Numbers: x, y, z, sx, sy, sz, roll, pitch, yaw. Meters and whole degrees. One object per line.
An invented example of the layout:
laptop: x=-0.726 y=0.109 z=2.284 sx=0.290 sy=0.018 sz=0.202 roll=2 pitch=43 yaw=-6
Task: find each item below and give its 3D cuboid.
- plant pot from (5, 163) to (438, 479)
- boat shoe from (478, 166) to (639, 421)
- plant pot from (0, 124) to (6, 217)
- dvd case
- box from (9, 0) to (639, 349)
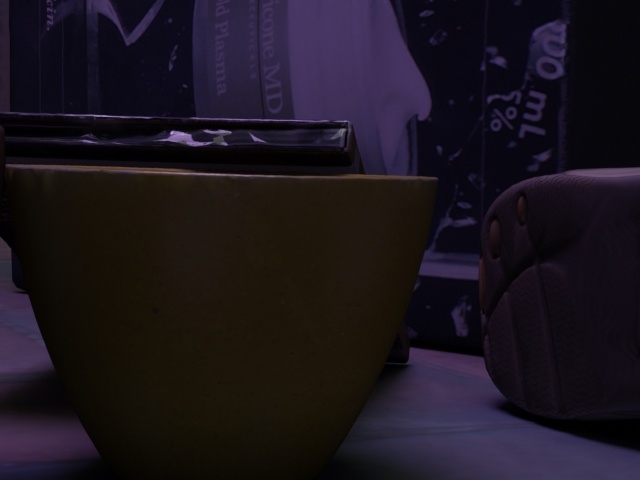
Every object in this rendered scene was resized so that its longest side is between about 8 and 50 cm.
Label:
plant pot: x=-0.032 y=0.025 z=0.431 sx=0.134 sy=0.095 sz=0.134 roll=2 pitch=3 yaw=0
boat shoe: x=0.180 y=0.020 z=0.461 sx=0.116 sy=0.123 sz=0.324 roll=2 pitch=4 yaw=-26
plant pot: x=-0.204 y=0.018 z=0.360 sx=0.237 sy=0.110 sz=0.237 roll=1 pitch=3 yaw=0
dvd case: x=-0.053 y=0.005 z=0.596 sx=0.164 sy=0.018 sz=0.221 roll=2 pitch=-24 yaw=11
box: x=0.041 y=-0.191 z=0.920 sx=0.471 sy=0.480 sz=0.297 roll=4 pitch=6 yaw=40
